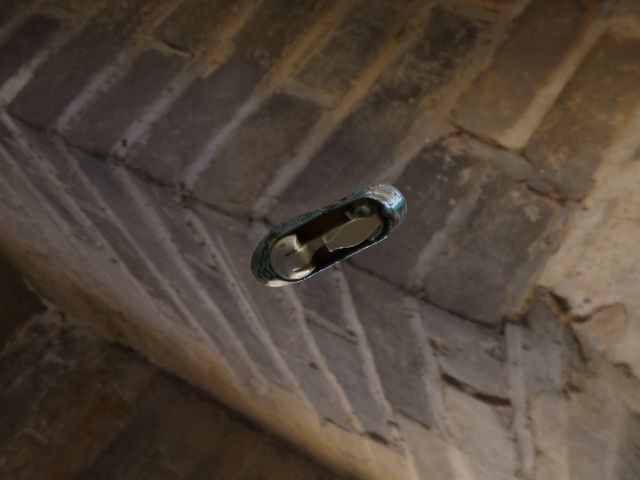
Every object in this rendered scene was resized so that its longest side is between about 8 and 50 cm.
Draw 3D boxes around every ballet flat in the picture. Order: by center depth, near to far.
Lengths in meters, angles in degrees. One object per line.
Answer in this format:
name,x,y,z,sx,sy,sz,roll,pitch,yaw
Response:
ballet flat,0.000,0.000,0.867,0.188,0.070,0.070,-31,163,20
